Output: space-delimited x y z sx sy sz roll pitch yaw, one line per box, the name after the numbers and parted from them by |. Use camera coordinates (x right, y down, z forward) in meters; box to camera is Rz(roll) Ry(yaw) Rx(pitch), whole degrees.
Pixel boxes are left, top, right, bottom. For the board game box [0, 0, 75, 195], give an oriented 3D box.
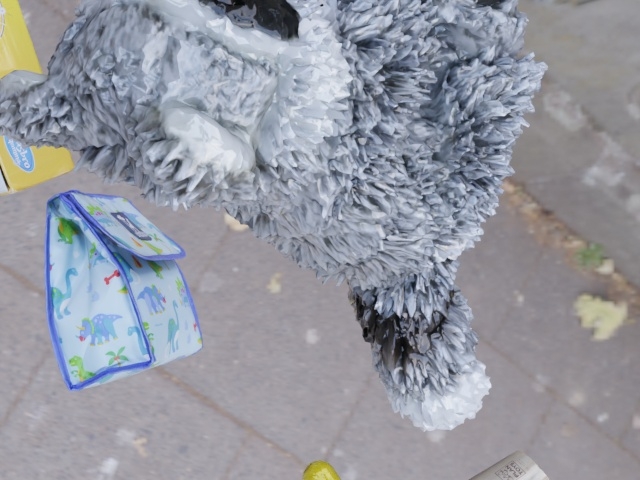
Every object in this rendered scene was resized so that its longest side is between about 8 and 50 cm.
-0.329 -0.176 1.022 0.064 0.242 0.317 -28 104 -46 | board game box

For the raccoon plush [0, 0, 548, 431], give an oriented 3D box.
0.000 0.000 0.819 0.299 0.216 0.446 -43 118 -43 | raccoon plush

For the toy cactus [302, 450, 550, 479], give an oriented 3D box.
0.054 0.185 0.789 0.180 0.219 0.112 -39 123 -11 | toy cactus

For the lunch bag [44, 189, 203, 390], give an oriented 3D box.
-0.164 0.033 1.095 0.096 0.129 0.151 -20 86 12 | lunch bag
